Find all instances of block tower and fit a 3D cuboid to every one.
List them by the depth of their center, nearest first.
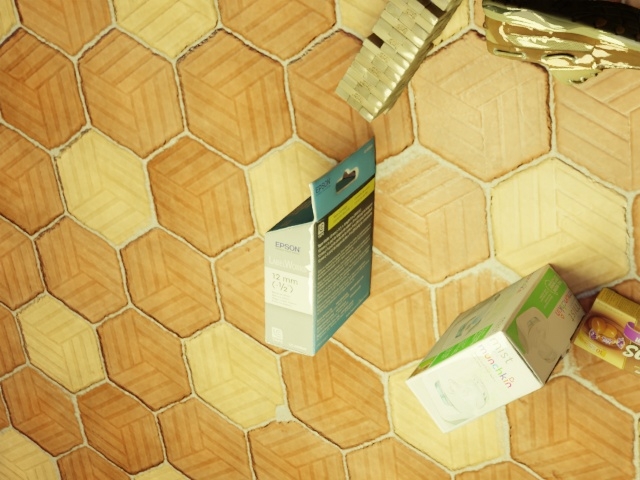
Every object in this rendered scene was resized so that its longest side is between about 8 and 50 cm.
[{"bbox_3d":[0.139,-0.342,1.839,0.091,0.097,0.335,41,137,8],"label":"block tower"}]

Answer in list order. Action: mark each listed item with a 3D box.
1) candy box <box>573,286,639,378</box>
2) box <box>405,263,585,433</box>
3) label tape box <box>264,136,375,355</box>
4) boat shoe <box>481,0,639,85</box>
[{"bbox_3d":[0.553,0.175,1.917,0.186,0.053,0.109,30,126,16],"label":"candy box"},{"bbox_3d":[0.315,0.192,1.933,0.231,0.262,0.127,-36,93,39],"label":"box"},{"bbox_3d":[0.000,0.000,2.026,0.115,0.249,0.348,13,120,24],"label":"label tape box"},{"bbox_3d":[0.404,-0.311,1.723,0.324,0.122,0.120,23,129,29],"label":"boat shoe"}]
